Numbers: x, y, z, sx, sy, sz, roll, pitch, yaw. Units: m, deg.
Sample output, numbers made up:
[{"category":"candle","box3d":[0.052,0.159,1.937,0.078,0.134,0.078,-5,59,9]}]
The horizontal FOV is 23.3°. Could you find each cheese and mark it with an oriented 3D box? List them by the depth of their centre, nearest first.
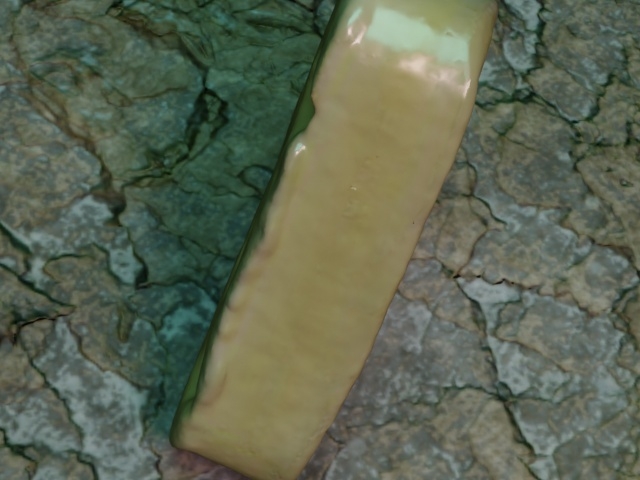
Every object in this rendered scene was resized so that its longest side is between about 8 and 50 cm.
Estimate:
[{"category":"cheese","box3d":[0.000,0.000,1.085,0.104,0.384,0.384,22,56,-3]}]
